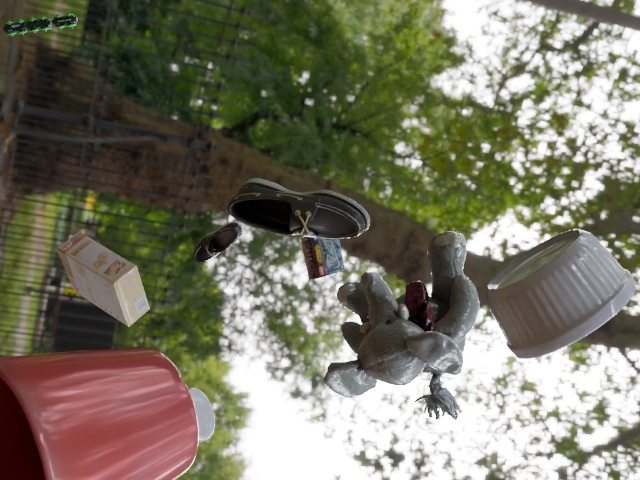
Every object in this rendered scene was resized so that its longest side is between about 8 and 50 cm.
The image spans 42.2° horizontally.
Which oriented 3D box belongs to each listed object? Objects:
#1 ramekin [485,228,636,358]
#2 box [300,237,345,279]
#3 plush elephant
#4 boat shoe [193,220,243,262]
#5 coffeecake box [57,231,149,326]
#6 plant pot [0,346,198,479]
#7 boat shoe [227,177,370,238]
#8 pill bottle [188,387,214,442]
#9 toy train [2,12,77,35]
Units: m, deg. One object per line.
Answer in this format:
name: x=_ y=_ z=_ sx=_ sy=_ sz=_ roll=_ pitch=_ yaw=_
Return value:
ramekin: x=0.344 y=0.072 z=1.225 sx=0.109 sy=0.207 sz=0.207 roll=56 pitch=-21 yaw=-3
box: x=0.000 y=0.000 z=1.583 sx=0.027 sy=0.094 sz=0.137 roll=-10 pitch=-89 yaw=34
plush elephant: x=0.137 y=0.156 z=1.436 sx=0.272 sy=0.255 sz=0.330 roll=-22 pitch=-109 yaw=21
boat shoe: x=-0.205 y=0.008 z=1.634 sx=0.125 sy=0.046 sz=0.038 roll=-31 pitch=-164 yaw=19
coffeecake box: x=-0.473 y=0.084 z=1.811 sx=0.068 sy=0.185 sz=0.142 roll=-44 pitch=147 yaw=-32
plant pot: x=-0.319 y=0.268 z=1.134 sx=0.275 sy=0.243 sz=0.274 roll=13 pitch=-71 yaw=44
boat shoe: x=-0.036 y=-0.038 z=1.307 sx=0.068 sy=0.228 sz=0.081 roll=-50 pitch=145 yaw=-49
pill bottle: x=-0.320 y=0.374 z=1.667 sx=0.194 sy=0.108 sz=0.108 roll=-23 pitch=-133 yaw=20
toy train: x=-0.321 y=-0.248 z=0.954 sx=0.024 sy=0.083 sz=0.017 roll=-138 pitch=-142 yaw=-73
